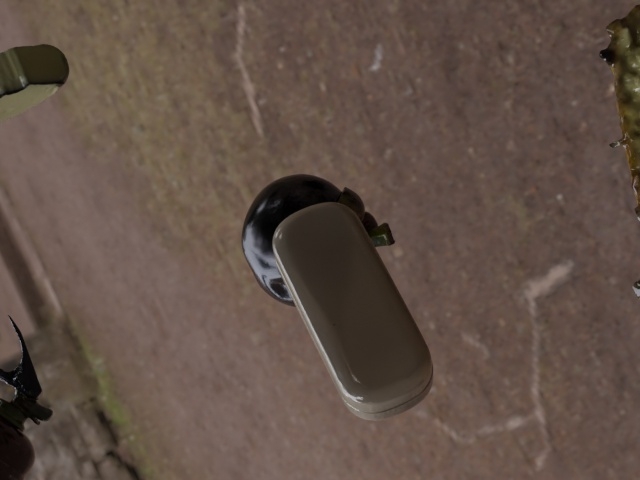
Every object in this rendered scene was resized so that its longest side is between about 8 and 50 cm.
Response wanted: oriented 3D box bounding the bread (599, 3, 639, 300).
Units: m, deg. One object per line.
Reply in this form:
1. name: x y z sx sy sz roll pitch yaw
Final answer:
1. bread: 0.272 0.020 0.669 0.179 0.194 0.340 44 -143 -59

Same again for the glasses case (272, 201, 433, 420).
1. glasses case: 0.026 0.056 1.070 0.050 0.083 0.196 82 165 -59

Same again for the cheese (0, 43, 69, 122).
1. cheese: -0.396 -0.144 1.423 0.255 0.127 0.050 -25 85 35

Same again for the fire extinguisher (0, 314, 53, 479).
1. fire extinguisher: -0.368 0.231 1.214 0.138 0.344 0.102 33 163 1

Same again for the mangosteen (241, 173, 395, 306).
1. mangosteen: 0.000 0.000 1.267 0.137 0.151 0.137 -1 -90 -72
